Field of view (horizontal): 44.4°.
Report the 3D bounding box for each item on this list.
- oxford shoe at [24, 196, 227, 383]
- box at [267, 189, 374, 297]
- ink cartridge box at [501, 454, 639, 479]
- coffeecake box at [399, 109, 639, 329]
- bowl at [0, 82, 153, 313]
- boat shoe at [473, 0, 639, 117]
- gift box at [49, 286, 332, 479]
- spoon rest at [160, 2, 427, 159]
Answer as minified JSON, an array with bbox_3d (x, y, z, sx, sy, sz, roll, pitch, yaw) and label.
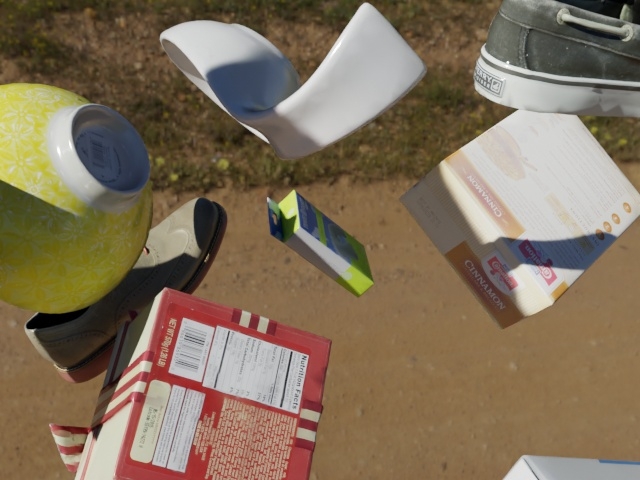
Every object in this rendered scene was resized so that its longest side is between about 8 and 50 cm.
[{"bbox_3d":[-0.277,0.049,1.157,0.123,0.130,0.348,23,64,41],"label":"oxford shoe"},{"bbox_3d":[0.000,0.000,1.178,0.178,0.042,0.109,37,22,-27],"label":"box"},{"bbox_3d":[0.119,0.211,0.422,0.139,0.191,0.082,14,26,-35],"label":"ink cartridge box"},{"bbox_3d":[0.182,-0.033,0.686,0.185,0.068,0.142,-33,84,-38],"label":"coffeecake box"},{"bbox_3d":[-0.293,-0.075,0.921,0.156,0.289,0.289,-26,23,30],"label":"bowl"},{"bbox_3d":[0.193,-0.115,0.459,0.219,0.070,0.078,-7,36,-27],"label":"boat shoe"},{"bbox_3d":[-0.166,0.205,0.963,0.276,0.258,0.255,24,61,-16],"label":"gift box"},{"bbox_3d":[-0.040,-0.104,0.550,0.084,0.137,0.276,-53,25,-10],"label":"spoon rest"}]
